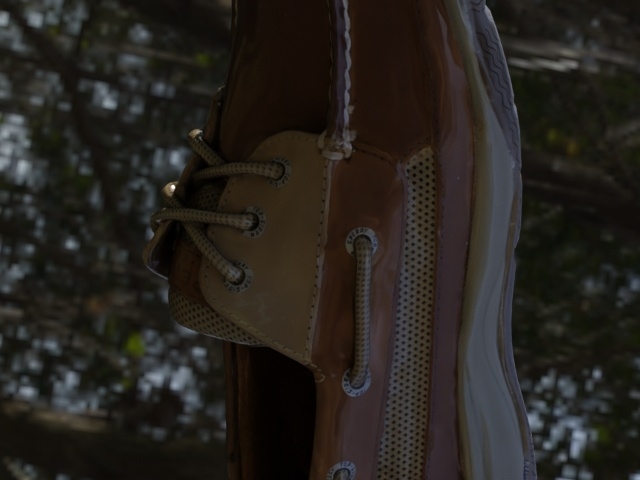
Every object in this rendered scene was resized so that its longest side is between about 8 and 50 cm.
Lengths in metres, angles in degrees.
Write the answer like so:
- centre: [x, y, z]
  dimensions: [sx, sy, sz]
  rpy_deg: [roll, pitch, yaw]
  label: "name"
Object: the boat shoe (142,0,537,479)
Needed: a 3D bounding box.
- centre: [0.000, 0.000, 0.642]
  dimensions: [0.123, 0.116, 0.324]
  rpy_deg: [23, -55, 64]
  label: "boat shoe"
